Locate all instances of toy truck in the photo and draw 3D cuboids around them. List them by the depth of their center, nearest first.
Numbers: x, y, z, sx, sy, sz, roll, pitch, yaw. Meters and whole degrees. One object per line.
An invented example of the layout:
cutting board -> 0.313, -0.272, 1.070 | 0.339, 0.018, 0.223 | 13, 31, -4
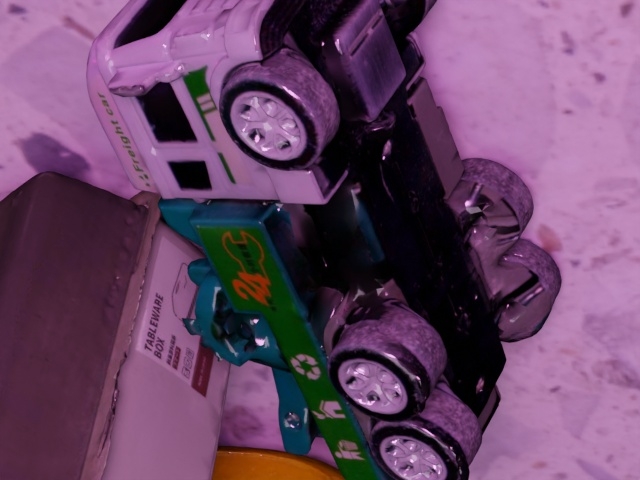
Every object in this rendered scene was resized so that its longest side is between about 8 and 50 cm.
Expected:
toy truck -> 0.006, -0.001, 0.926 | 0.178, 0.176, 0.363 | 3, 131, 31

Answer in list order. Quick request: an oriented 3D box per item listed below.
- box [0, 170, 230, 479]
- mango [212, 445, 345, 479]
box -> -0.175, 0.115, 0.999 | 0.166, 0.290, 0.220 | 35, 132, -27
mango -> -0.059, 0.220, 1.151 | 0.262, 0.130, 0.167 | 15, 136, 14
